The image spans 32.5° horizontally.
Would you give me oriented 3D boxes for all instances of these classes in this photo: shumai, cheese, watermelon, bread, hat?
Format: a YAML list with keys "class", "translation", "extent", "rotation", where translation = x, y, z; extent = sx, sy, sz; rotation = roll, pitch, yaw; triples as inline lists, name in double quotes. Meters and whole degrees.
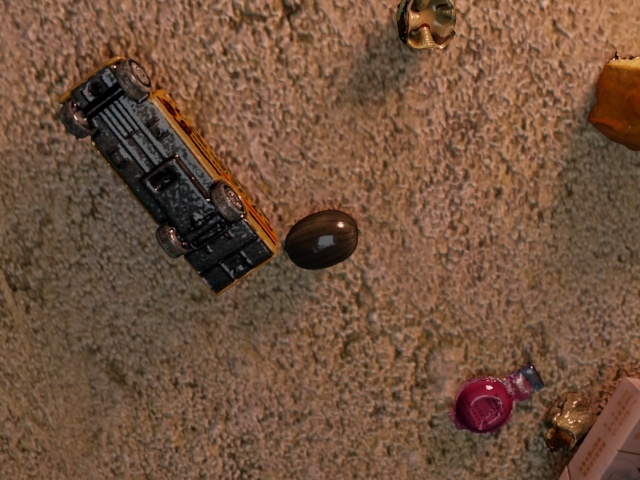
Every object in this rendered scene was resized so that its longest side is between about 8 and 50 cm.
- class: "shumai"
  translation: [0.366, 0.274, 1.594]
  extent: [0.082, 0.080, 0.083]
  rotation: [12, 109, -3]
- class: "cheese"
  translation: [0.256, 0.231, 1.608]
  extent: [0.145, 0.038, 0.095]
  rotation: [-29, 108, 7]
- class: "watermelon"
  translation: [0.000, 0.000, 1.516]
  extent: [0.110, 0.078, 0.078]
  rotation: [-23, 108, 12]
- class: "bread"
  translation: [0.477, -0.177, 1.391]
  extent: [0.260, 0.134, 0.129]
  rotation: [-7, 109, 6]
- class: "hat"
  translation: [0.132, -0.287, 1.410]
  extent: [0.076, 0.059, 0.077]
  rotation: [-4, 116, -12]

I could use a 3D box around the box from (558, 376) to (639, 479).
- class: "box"
  translation: [0.447, 0.314, 1.584]
  extent: [0.149, 0.067, 0.233]
  rotation: [14, 113, -29]

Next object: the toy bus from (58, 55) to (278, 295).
- class: "toy bus"
  translation: [-0.196, -0.092, 1.467]
  extent: [0.121, 0.123, 0.336]
  rotation: [-34, 105, 16]
